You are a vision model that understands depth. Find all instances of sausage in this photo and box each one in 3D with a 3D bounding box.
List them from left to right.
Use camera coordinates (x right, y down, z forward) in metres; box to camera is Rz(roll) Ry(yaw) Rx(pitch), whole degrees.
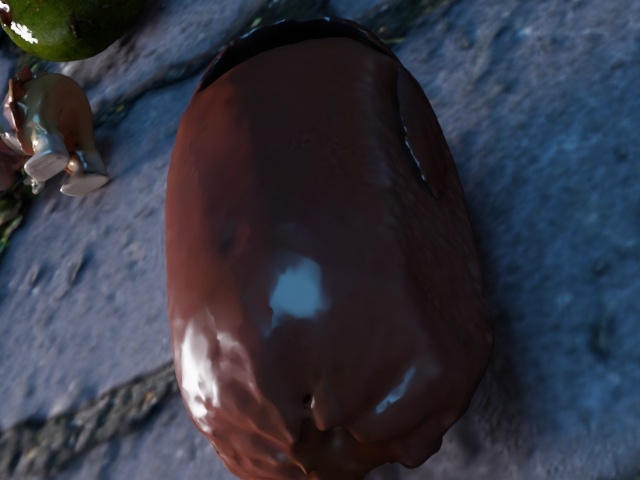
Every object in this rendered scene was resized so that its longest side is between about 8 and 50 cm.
[{"bbox_3d":[0.000,0.000,0.658,0.152,0.152,0.279,-28,40,19],"label":"sausage"}]

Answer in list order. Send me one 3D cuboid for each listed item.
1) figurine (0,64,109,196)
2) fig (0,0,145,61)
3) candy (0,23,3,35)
[{"bbox_3d":[-0.245,-0.060,0.985,0.195,0.111,0.102,-19,61,23],"label":"figurine"},{"bbox_3d":[-0.190,-0.208,1.076,0.123,0.123,0.156,-26,3,22],"label":"fig"},{"bbox_3d":[-0.411,-0.247,1.279,0.306,0.100,0.157,-2,68,40],"label":"candy"}]
